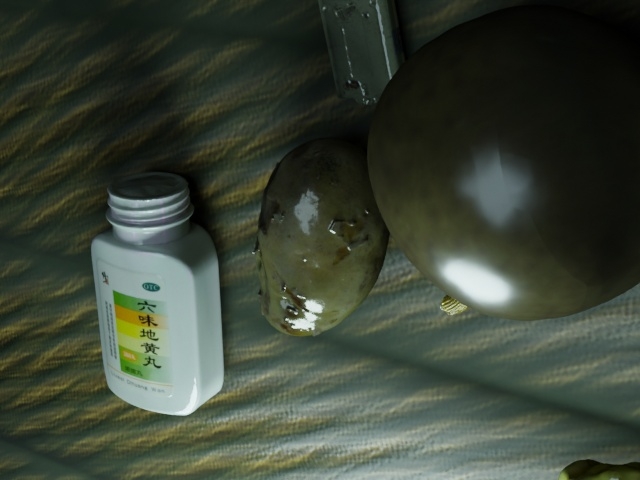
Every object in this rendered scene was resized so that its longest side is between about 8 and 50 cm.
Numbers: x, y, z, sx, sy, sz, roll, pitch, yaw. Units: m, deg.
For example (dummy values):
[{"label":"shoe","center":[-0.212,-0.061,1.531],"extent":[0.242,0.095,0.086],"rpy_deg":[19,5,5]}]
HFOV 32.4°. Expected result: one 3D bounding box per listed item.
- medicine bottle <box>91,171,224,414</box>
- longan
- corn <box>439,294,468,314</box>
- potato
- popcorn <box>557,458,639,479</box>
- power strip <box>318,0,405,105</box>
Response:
[{"label":"medicine bottle","center":[-0.228,0.072,1.534],"extent":[0.179,0.124,0.324],"rpy_deg":[14,116,29]},{"label":"longan","center":[0.195,-0.077,1.062],"extent":[0.319,0.319,0.319],"rpy_deg":[14,118,29]},{"label":"corn","center":[0.176,0.067,1.314],"extent":[0.083,0.028,0.027],"rpy_deg":[-29,87,35]},{"label":"potato","center":[0.000,0.000,1.328],"extent":[0.165,0.165,0.262],"rpy_deg":[34,129,18]},{"label":"popcorn","center":[0.437,0.311,1.124],"extent":[0.334,0.293,0.292],"rpy_deg":[-32,50,12]},{"label":"power strip","center":[0.037,-0.287,1.247],"extent":[0.092,0.034,0.268],"rpy_deg":[-1,110,35]}]
